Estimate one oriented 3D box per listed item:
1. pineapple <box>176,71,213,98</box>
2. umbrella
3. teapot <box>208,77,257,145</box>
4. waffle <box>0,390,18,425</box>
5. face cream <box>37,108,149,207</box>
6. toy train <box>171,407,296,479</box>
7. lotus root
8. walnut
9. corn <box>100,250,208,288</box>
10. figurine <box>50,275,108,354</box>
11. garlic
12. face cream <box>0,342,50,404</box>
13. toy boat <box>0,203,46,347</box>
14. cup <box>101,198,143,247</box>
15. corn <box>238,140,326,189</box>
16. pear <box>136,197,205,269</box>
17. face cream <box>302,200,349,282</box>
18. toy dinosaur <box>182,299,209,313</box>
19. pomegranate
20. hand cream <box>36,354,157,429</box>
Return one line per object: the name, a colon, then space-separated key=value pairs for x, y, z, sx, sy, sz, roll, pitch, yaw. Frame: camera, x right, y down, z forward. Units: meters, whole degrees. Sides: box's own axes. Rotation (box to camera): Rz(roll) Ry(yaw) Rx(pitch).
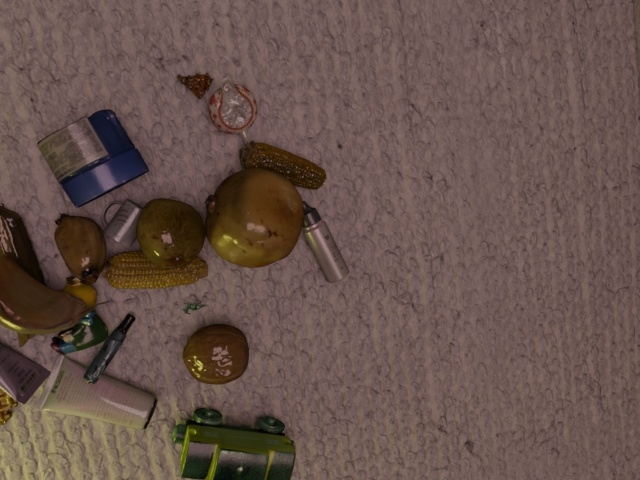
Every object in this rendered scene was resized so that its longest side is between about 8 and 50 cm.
pineapple: x=-0.416 y=-0.510 z=1.838 sx=0.114 sy=0.077 sz=0.114 roll=24 pitch=56 yaw=-7
umbrella: x=-0.691 y=0.354 z=1.839 sx=0.052 sy=0.053 sz=0.250 roll=34 pitch=71 yaw=-13
teapot: x=-0.284 y=-0.422 z=1.852 sx=0.159 sy=0.116 sz=0.245 roll=-39 pitch=123 yaw=-18
waffle: x=-1.100 y=0.510 z=1.777 sx=0.245 sy=0.052 sz=0.254 roll=37 pitch=87 yaw=-16
face cream: x=-0.682 y=-0.251 z=1.690 sx=0.249 sy=0.249 sz=0.225 roll=-30 pitch=104 yaw=-10
toy train: x=-0.285 y=0.719 z=1.921 sx=0.442 sy=0.272 sz=0.179 roll=13 pitch=96 yaw=-17
lotus root: x=-0.739 y=0.018 z=1.743 sx=0.140 sy=0.154 sz=0.256 roll=-23 pitch=66 yaw=-14
walnut: x=-0.351 y=0.385 z=1.892 sx=0.228 sy=0.228 sz=0.227 roll=-2 pitch=98 yaw=-16
corn: x=-0.546 y=0.096 z=1.839 sx=0.347 sy=0.130 sz=0.130 roll=-1 pitch=97 yaw=-16
figurine: x=-0.797 y=0.235 z=1.797 sx=0.185 sy=0.127 sz=0.234 roll=-17 pitch=112 yaw=-5
garlic: x=-0.831 y=0.191 z=1.650 sx=0.339 sy=0.151 sz=0.196 roll=32 pitch=81 yaw=-21
face cream: x=-1.002 y=0.388 z=1.752 sx=0.274 sy=0.154 sz=0.096 roll=39 pitch=113 yaw=-13
toy boat: x=-0.957 y=0.110 z=1.724 sx=0.162 sy=0.136 sz=0.445 roll=-14 pitch=102 yaw=-8
cup: x=-0.636 y=-0.065 z=1.806 sx=0.136 sy=0.099 sz=0.133 roll=36 pitch=88 yaw=-18
corn: x=-0.126 y=-0.255 z=1.913 sx=0.318 sy=0.115 sz=0.115 roll=14 pitch=93 yaw=-27
pear: x=-0.463 y=-0.015 z=1.750 sx=0.229 sy=0.188 sz=0.211 roll=25 pitch=48 yaw=-51
face cream: x=0.000 y=0.000 z=2.001 sx=0.092 sy=0.092 sz=0.311 roll=-30 pitch=104 yaw=-10
toy dinosaur: x=-0.436 y=0.236 z=1.944 sx=0.083 sy=0.021 sz=0.062 roll=32 pitch=95 yaw=-13
pomegranate: x=-0.219 y=-0.075 z=1.816 sx=0.333 sy=0.332 sz=0.332 roll=-2 pitch=98 yaw=-16
hand cream: x=-0.728 y=0.523 z=1.860 sx=0.359 sy=0.118 sz=0.185 roll=22 pitch=81 yaw=-11
